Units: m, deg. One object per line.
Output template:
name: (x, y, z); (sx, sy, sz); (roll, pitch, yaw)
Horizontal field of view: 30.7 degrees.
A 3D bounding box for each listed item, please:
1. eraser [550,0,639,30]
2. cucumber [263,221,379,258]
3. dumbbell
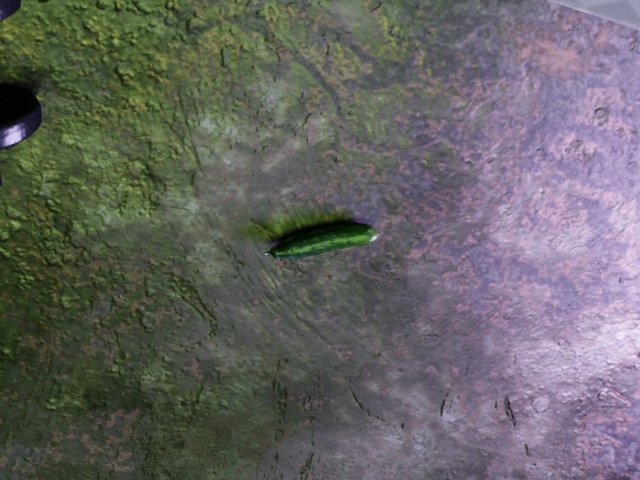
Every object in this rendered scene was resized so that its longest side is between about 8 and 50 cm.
eraser: (0.441, -0.343, 1.361); (0.396, 0.082, 0.213); (14, 118, -15)
cucumber: (0.000, 0.000, 1.537); (0.155, 0.037, 0.037); (-11, 121, -2)
dumbbell: (-0.395, -0.202, 1.301); (0.143, 0.143, 0.326); (-5, 121, -5)
